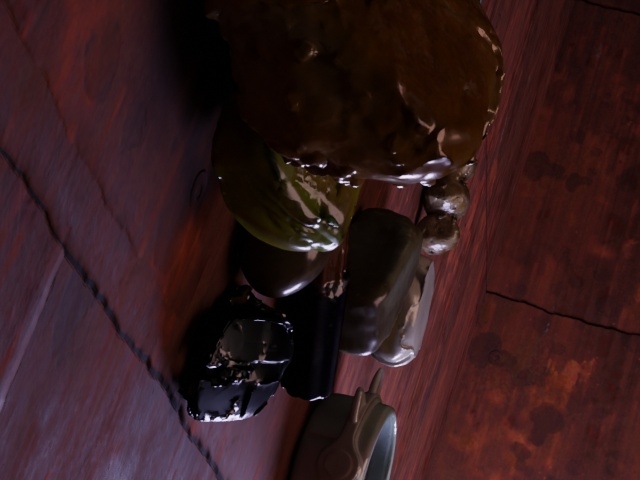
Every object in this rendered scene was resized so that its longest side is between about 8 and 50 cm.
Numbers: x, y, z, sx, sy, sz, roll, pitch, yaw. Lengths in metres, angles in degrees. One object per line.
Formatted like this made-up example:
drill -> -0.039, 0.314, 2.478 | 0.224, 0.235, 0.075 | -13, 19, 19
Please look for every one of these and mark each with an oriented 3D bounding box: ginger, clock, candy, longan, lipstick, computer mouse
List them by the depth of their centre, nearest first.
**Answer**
computer mouse -> -0.077, 0.122, 1.444 | 0.242, 0.077, 0.146 | -12, 114, -75
longan -> -0.039, 0.007, 1.452 | 0.113, 0.092, 0.113 | -39, -145, 36
lipstick -> 0.000, 0.000, 1.630 | 0.077, 0.077, 0.418 | -54, 153, -57
candy -> 0.068, 0.050, 1.905 | 0.234, 0.102, 0.104 | -56, 156, -52
clock -> 0.030, 0.347, 2.047 | 0.265, 0.108, 0.324 | -23, 125, -72
ginger -> 0.220, -0.072, 2.444 | 0.104, 0.080, 0.204 | 75, 29, -75

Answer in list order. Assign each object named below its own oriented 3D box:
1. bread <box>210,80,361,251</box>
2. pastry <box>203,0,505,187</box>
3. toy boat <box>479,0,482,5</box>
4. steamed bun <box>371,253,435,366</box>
bread -> -0.007, -0.166, 1.336 | 0.166, 0.112, 0.383 | 47, 49, -39
pastry -> 0.014, -0.179, 1.158 | 0.255, 0.162, 0.311 | -31, 95, -48
toy boat -> 0.144, -0.303, 1.852 | 0.246, 0.103, 0.093 | -37, 141, -65
steamed bun -> 0.107, 0.096, 2.110 | 0.183, 0.106, 0.183 | 13, 90, -80
